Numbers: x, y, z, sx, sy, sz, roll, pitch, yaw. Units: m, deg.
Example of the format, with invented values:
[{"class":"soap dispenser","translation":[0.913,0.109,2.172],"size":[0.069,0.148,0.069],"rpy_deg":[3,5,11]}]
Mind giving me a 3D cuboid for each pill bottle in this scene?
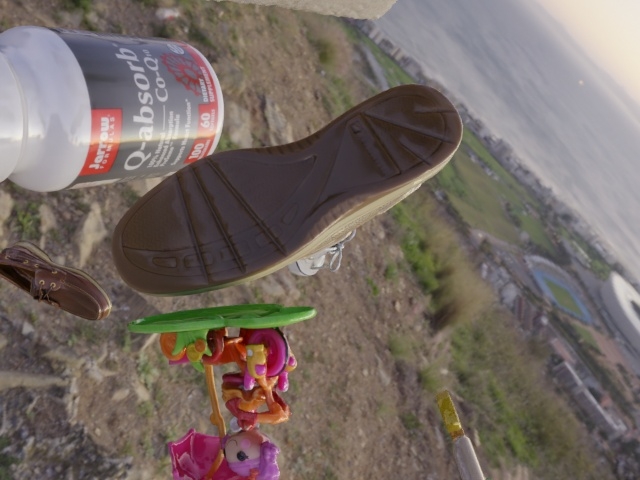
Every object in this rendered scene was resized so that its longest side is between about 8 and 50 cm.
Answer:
[{"class":"pill bottle","translation":[-0.323,-0.177,0.868],"size":[0.210,0.210,0.363],"rpy_deg":[53,34,13]}]

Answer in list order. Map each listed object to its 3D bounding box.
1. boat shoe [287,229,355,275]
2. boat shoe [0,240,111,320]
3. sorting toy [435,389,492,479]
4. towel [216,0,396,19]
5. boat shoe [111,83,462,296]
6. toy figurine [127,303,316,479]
[{"class":"boat shoe","translation":[0.002,-0.009,1.466],"size":[0.367,0.157,0.135],"rpy_deg":[72,28,-63]},{"class":"boat shoe","translation":[-0.373,0.065,0.883],"size":[0.178,0.064,0.060],"rpy_deg":[28,27,9]},{"class":"sorting toy","translation":[0.213,0.326,0.809],"size":[0.229,0.041,0.307],"rpy_deg":[60,12,-56]},{"class":"towel","translation":[-0.011,-0.285,0.585],"size":[0.282,0.187,0.049],"rpy_deg":[-4,71,-32]},{"class":"boat shoe","translation":[-0.025,-0.032,0.615],"size":[0.110,0.341,0.121],"rpy_deg":[87,-20,-74]},{"class":"toy figurine","translation":[-0.069,0.137,0.520],"size":[0.130,0.173,0.159],"rpy_deg":[-5,89,-52]}]
